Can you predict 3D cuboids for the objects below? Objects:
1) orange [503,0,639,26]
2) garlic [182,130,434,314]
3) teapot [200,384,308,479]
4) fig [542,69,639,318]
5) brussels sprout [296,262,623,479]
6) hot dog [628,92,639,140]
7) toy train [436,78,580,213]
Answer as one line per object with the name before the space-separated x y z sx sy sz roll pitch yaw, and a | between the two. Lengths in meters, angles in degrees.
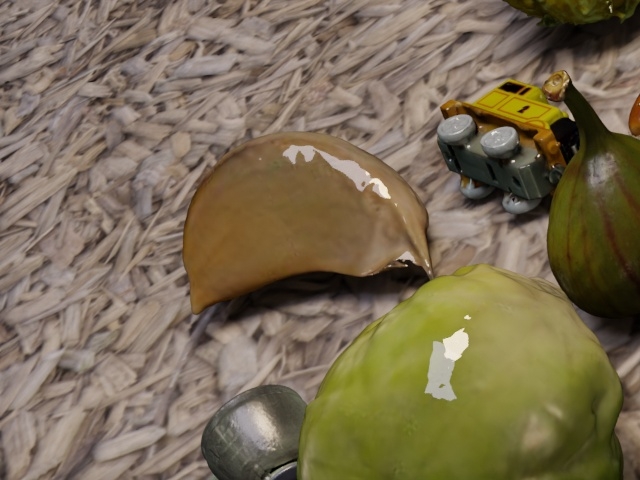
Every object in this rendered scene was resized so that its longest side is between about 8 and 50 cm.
orange | 0.307 -0.370 2.154 0.301 0.223 0.300 -22 46 16
garlic | 0.011 -0.014 2.091 0.338 0.151 0.196 -3 72 31
teapot | -0.061 0.217 1.857 0.149 0.111 0.108 -33 46 -4
fig | 0.246 -0.056 1.774 0.151 0.259 0.151 -25 25 13
brussels sprout | 0.127 0.157 1.653 0.316 0.242 0.274 -44 9 -20
hot dog | 0.380 -0.158 1.966 0.108 0.059 0.191 10 53 44
toy train | 0.205 -0.101 2.031 0.127 0.089 0.219 -36 30 -19
